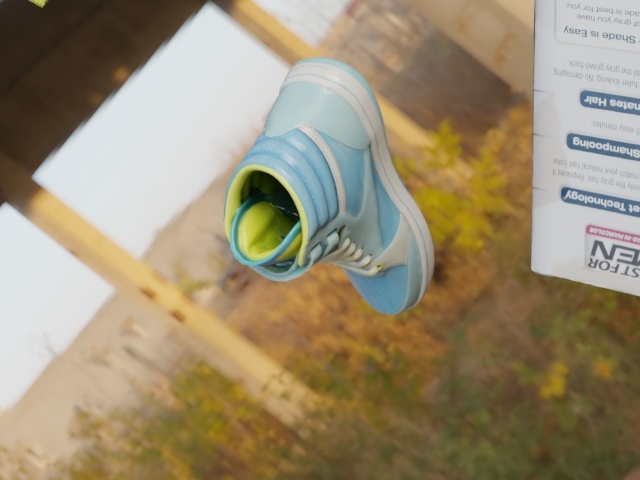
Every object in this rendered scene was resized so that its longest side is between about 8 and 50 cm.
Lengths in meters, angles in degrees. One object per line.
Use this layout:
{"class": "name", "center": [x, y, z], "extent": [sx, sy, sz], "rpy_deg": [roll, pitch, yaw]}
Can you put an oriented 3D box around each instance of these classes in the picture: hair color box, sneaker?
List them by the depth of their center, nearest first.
{"class": "hair color box", "center": [0.257, -0.134, 1.129], "extent": [0.105, 0.174, 0.347], "rpy_deg": [-24, -61, -46]}
{"class": "sneaker", "center": [0.000, 0.000, 1.504], "extent": [0.127, 0.319, 0.208], "rpy_deg": [4, 44, 35]}

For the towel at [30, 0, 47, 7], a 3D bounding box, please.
{"class": "towel", "center": [-0.263, -0.243, 1.310], "extent": [0.009, 0.083, 0.060], "rpy_deg": [-36, 22, 45]}
